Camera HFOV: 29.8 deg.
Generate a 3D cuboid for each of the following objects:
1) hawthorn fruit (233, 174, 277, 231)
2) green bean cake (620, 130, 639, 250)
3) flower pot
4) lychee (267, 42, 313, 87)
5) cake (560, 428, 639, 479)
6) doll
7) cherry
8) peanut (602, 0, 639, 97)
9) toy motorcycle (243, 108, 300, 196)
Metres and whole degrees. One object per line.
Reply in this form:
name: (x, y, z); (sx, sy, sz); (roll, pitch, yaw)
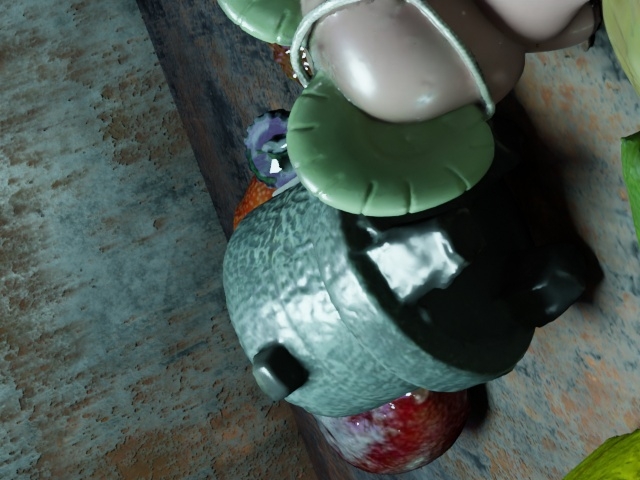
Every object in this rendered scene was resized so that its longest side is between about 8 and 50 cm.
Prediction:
hawthorn fruit: (0.000, 0.000, 1.621); (0.253, 0.205, 0.205); (60, 165, 26)
green bean cake: (0.294, 0.035, 0.705); (0.248, 0.125, 0.222); (-135, 24, -63)
flower pot: (0.066, 0.010, 1.133); (0.283, 0.299, 0.299); (-28, 84, 40)
lychee: (0.044, -0.221, 1.150); (0.194, 0.194, 0.194); (60, 165, 28)
cake: (0.289, 0.268, 1.038); (0.179, 0.156, 0.260); (49, 169, 8)
doll: (0.071, -0.175, 0.905); (0.284, 0.268, 0.216); (64, 168, 12)
cherry: (0.090, 0.196, 1.586); (0.300, 0.203, 0.230); (-17, 89, 69)
peanut: (0.238, -0.156, 0.505); (0.192, 0.169, 0.387); (56, 164, 19)
toy motorcycle: (0.052, -0.056, 1.434); (0.327, 0.143, 0.188); (48, 119, 11)
